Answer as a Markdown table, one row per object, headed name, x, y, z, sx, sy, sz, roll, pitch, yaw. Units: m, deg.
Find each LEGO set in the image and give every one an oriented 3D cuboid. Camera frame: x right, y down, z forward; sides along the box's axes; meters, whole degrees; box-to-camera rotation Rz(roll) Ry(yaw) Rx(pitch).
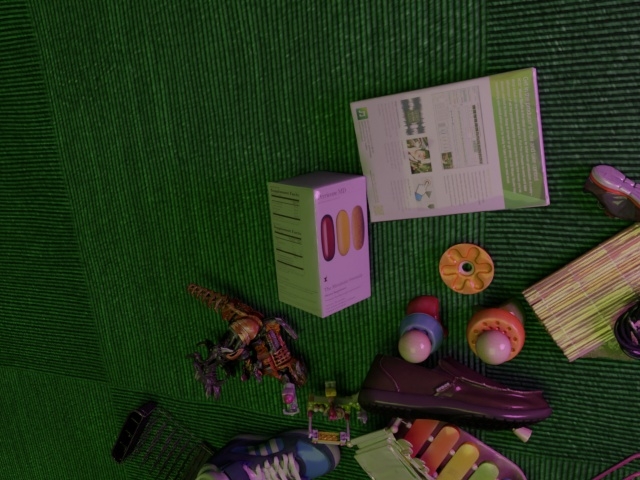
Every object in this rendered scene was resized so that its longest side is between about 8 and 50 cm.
| name | x | y | z | sx | sy | sz | roll | pitch | yaw |
| --- | --- | --- | --- | --- | --- | --- | --- | --- | --- |
| LEGO set | 0.064 | 0.350 | 1.217 | 0.287 | 0.107 | 0.132 | -13 | 121 | 9 |

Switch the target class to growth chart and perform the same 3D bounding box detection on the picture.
| name | x | y | z | sx | sy | sz | roll | pitch | yaw |
| --- | --- | --- | --- | --- | --- | --- | --- | --- | --- |
| growth chart | 0.161 | 0.485 | 1.211 | 0.172 | 0.021 | 0.237 | -25 | 104 | 38 |

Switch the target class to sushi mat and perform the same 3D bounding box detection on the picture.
| name | x | y | z | sx | sy | sz | roll | pitch | yaw |
| --- | --- | --- | --- | --- | --- | --- | --- | --- | --- |
| sushi mat | 0.517 | 0.070 | 0.988 | 0.316 | 0.019 | 0.151 | -37 | 87 | 22 |

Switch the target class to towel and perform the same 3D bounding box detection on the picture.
| name | x | y | z | sx | sy | sz | roll | pitch | yaw |
| --- | --- | --- | --- | --- | --- | --- | --- | --- | --- |
| towel | 0.509 | 0.142 | 1.033 | 0.110 | 0.027 | 0.148 | 0 | 103 | 22 |

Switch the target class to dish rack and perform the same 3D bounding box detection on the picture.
| name | x | y | z | sx | sy | sz | roll | pitch | yaw |
| --- | --- | --- | --- | --- | --- | --- | --- | --- | --- |
| dish rack | -0.406 | 0.569 | 1.537 | 0.271 | 0.074 | 0.208 | 34 | 118 | 9 |

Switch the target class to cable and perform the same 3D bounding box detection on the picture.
| name | x | y | z | sx | sy | sz | roll | pitch | yaw |
| --- | --- | --- | --- | --- | --- | --- | --- | --- | --- |
| cable | 0.590 | 0.149 | 0.961 | 0.184 | 0.047 | 0.151 | 12 | 122 | -7 |

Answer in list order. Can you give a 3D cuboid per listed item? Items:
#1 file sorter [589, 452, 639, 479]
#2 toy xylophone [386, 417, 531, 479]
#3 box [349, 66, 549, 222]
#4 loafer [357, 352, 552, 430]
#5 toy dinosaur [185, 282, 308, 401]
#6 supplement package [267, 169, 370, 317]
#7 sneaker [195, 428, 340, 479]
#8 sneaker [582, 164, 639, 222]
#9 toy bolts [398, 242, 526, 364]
| name | x | y | z | sx | sy | sz | roll | pitch | yaw |
| --- | --- | --- | --- | --- | --- | --- | --- | --- | --- |
| file sorter | 0.561 | 0.545 | 1.005 | 0.182 | 0.290 | 0.202 | 44 | 118 | 7 |
| toy xylophone | 0.286 | 0.439 | 1.199 | 0.322 | 0.081 | 0.236 | 24 | 115 | 14 |
| box | 0.227 | -0.161 | 1.034 | 0.322 | 0.058 | 0.232 | -4 | 106 | 25 |
| loafer | 0.259 | 0.280 | 1.112 | 0.365 | 0.130 | 0.134 | 8 | 154 | 1 |
| toy dinosaur | -0.175 | 0.225 | 1.309 | 0.218 | 0.164 | 0.322 | -44 | 69 | 14 |
| supplement package | 0.000 | 0.000 | 1.114 | 0.133 | 0.139 | 0.244 | 14 | 116 | 45 |
| sneaker | -0.136 | 0.547 | 1.323 | 0.322 | 0.236 | 0.130 | -8 | 105 | 25 |
| sneaker | 0.505 | -0.059 | 0.954 | 0.158 | 0.061 | 0.065 | 43 | 143 | 20 |
| toy bolts | 0.239 | 0.138 | 1.071 | 0.228 | 0.158 | 0.218 | -21 | 98 | 27 |
